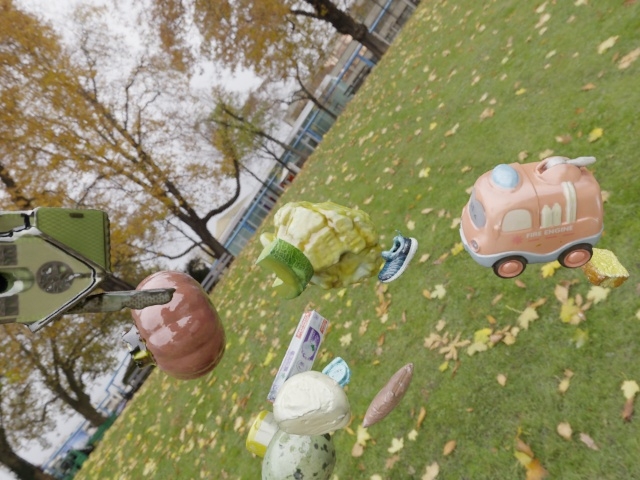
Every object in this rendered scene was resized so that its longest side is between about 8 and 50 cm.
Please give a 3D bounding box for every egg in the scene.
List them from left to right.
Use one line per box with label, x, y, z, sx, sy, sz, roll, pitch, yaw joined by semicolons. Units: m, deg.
egg;-0.061;0.571;1.126;0.228;0.177;0.177;-54;4;7

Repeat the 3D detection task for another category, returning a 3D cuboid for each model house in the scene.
model house;-0.373;0.022;0.672;0.205;0.279;0.218;-5;89;62

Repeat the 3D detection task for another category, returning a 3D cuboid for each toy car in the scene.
toy car;0.422;-0.065;0.888;0.271;0.212;0.180;-10;38;11

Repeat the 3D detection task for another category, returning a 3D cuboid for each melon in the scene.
melon;-0.082;0.074;1.062;0.118;0.209;0.064;1;53;29

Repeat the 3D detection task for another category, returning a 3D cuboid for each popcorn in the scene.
popcorn;0.011;-0.008;1.283;0.294;0.292;0.334;-36;-31;11

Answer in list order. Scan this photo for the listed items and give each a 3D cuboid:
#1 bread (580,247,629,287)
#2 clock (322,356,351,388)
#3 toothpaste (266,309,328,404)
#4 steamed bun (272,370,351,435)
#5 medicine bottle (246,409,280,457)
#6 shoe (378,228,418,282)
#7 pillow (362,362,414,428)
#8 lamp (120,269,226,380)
bread;0.857;0.084;1.333;0.187;0.103;0.065;-71;-9;-63
clock;0.079;0.566;1.830;0.108;0.045;0.147;-43;33;-3
toothpaste;-0.040;0.231;0.859;0.040;0.047;0.196;-25;32;46
steamed bun;-0.015;0.278;0.754;0.130;0.112;0.090;-15;44;7
medicine bottle;-0.097;0.591;1.275;0.122;0.213;0.121;18;-90;-77
shoe;0.190;0.045;1.131;0.142;0.071;0.064;-57;11;0
pillow;0.258;0.577;1.623;0.223;0.084;0.236;-26;-34;-50
lamp;-0.390;0.231;1.154;0.240;0.305;0.305;-30;-6;-23
